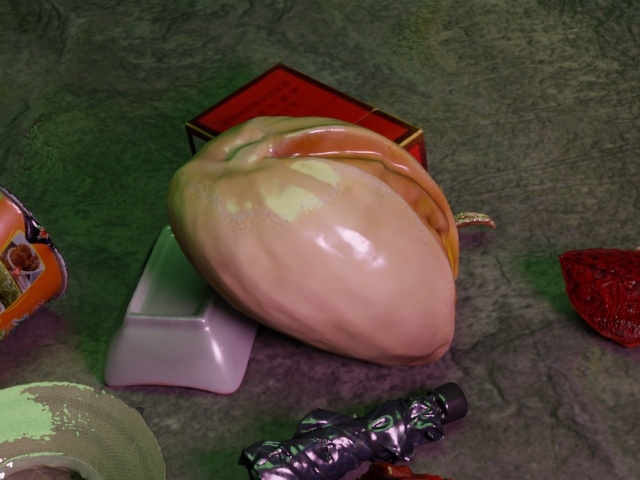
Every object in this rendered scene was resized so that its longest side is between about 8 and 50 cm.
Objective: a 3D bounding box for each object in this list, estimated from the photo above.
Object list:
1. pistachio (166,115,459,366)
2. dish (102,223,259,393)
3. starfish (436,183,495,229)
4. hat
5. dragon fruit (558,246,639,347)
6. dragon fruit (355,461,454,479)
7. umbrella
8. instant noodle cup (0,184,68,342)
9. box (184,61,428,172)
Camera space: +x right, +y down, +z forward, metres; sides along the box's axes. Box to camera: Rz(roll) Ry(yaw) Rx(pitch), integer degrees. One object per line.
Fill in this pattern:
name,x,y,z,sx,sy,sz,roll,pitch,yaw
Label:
pistachio,0.000,0.000,1.806,0.309,0.230,0.230,30,37,-17
dish,-0.135,0.057,1.909,0.151,0.077,0.212,2,40,16
starfish,0.103,-0.013,1.967,0.130,0.041,0.133,-26,34,-32
hat,-0.253,0.253,1.671,0.252,0.110,0.252,-1,44,1
dragon fruit,0.322,0.056,1.813,0.162,0.083,0.106,13,22,42
dragon fruit,0.104,0.299,1.358,0.302,0.330,0.240,-5,39,3
umbrella,0.032,0.185,1.728,0.224,0.080,0.071,-22,5,-19
instant noodle cup,-0.402,0.042,1.890,0.230,0.230,0.182,18,55,31
box,-0.017,-0.104,2.085,0.153,0.074,0.240,-32,44,-31
